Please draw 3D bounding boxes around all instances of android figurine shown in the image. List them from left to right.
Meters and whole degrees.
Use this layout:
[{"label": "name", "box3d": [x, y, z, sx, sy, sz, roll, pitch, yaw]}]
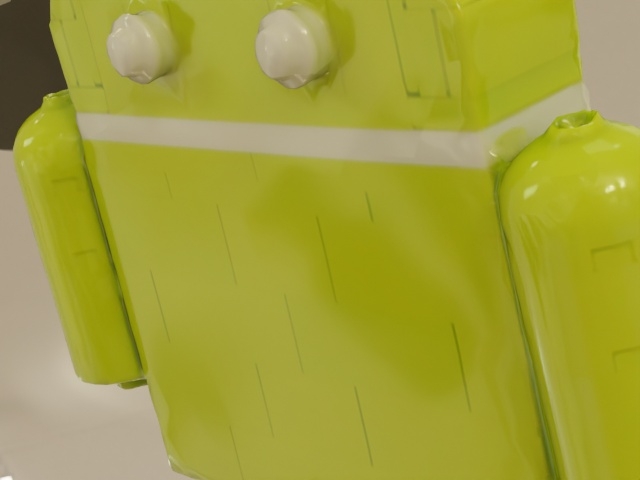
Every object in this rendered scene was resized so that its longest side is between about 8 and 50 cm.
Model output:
[{"label": "android figurine", "box3d": [0.000, 0.000, 0.411, 0.056, 0.273, 0.248, -29, 26, -37]}]

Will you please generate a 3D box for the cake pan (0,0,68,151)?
[{"label": "cake pan", "box3d": [-0.182, -0.147, 0.749, 0.293, 0.054, 0.293, 8, -37, 6]}]
